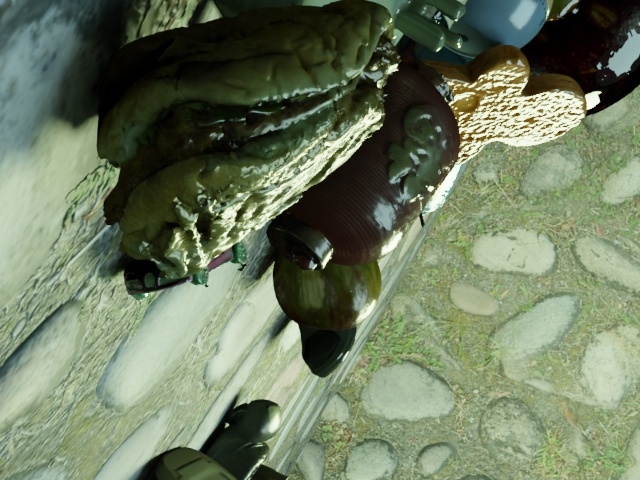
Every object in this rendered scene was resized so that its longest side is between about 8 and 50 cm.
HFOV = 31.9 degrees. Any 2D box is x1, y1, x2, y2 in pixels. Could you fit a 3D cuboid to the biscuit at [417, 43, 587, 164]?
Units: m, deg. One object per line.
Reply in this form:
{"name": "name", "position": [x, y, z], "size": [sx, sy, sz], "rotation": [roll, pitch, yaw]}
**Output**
{"name": "biscuit", "position": [0.164, -0.160, 1.319], "size": [0.205, 0.324, 0.049], "rotation": [112, -28, -56]}

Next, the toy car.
{"name": "toy car", "position": [-0.117, 0.014, 0.963], "size": [0.142, 0.069, 0.055], "rotation": [-33, 111, -68]}

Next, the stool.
{"name": "stool", "position": [-0.126, 0.373, 1.799], "size": [0.228, 0.139, 0.153], "rotation": [-61, 172, 27]}

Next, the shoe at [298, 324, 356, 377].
{"name": "shoe", "position": [-0.001, 0.119, 1.856], "size": [0.108, 0.093, 0.241], "rotation": [-46, -157, 37]}

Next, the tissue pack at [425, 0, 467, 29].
{"name": "tissue pack", "position": [0.133, -0.306, 1.171], "size": [0.170, 0.090, 0.103], "rotation": [-58, 170, 2]}

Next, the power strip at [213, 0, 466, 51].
{"name": "power strip", "position": [0.044, -0.218, 0.860], "size": [0.229, 0.141, 0.261], "rotation": [-57, 168, -4]}

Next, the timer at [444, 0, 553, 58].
{"name": "timer", "position": [0.220, -0.333, 1.305], "size": [0.255, 0.175, 0.175], "rotation": [-57, 171, 7]}

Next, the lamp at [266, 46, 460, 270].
{"name": "lamp", "position": [0.033, -0.082, 1.140], "size": [0.258, 0.180, 0.180], "rotation": [-52, 169, -21]}

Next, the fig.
{"name": "fig", "position": [0.000, 0.000, 1.413], "size": [0.149, 0.149, 0.245], "rotation": [-49, 138, -46]}

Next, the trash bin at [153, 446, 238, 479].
{"name": "trash bin", "position": [-0.192, 0.450, 1.521], "size": [0.250, 0.219, 0.220], "rotation": [-52, 169, 2]}

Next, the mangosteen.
{"name": "mangosteen", "position": [0.328, -0.337, 1.566], "size": [0.307, 0.307, 0.347], "rotation": [-57, 141, -15]}

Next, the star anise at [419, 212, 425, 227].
{"name": "star anise", "position": [0.096, -0.113, 1.446], "size": [0.158, 0.144, 0.140], "rotation": [-46, 156, -50]}

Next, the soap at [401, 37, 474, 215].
{"name": "soap", "position": [0.144, -0.161, 1.507], "size": [0.077, 0.156, 0.293], "rotation": [-5, 143, -20]}

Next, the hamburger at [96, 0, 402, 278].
{"name": "hamburger", "position": [-0.051, -0.080, 0.710], "size": [0.206, 0.130, 0.183], "rotation": [-34, 176, -29]}
